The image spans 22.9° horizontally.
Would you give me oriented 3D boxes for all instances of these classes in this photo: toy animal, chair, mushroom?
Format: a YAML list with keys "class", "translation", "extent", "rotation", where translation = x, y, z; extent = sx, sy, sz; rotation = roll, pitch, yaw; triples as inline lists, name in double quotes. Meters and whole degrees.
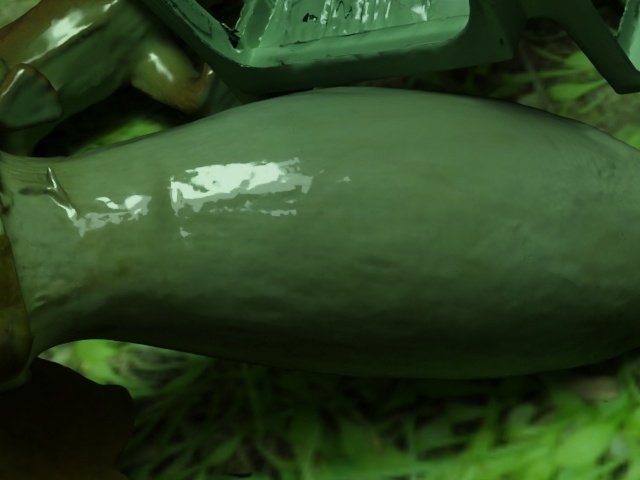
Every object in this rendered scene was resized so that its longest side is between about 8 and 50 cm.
- class: "toy animal"
  translation: [-0.126, -0.100, 0.834]
  extent: [0.312, 0.097, 0.157]
  rotation: [-39, 38, -18]
- class: "chair"
  translation: [0.041, -0.147, 0.708]
  extent: [0.203, 0.274, 0.190]
  rotation: [-3, 53, 30]
- class: "mushroom"
  translation: [0.000, 0.000, 0.650]
  extent: [0.350, 0.128, 0.128]
  rotation: [-3, 43, -21]

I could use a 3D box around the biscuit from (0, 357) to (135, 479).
- class: "biscuit"
  translation: [-0.126, 0.109, 0.612]
  extent: [0.162, 0.035, 0.250]
  rotation: [0, 57, -44]
